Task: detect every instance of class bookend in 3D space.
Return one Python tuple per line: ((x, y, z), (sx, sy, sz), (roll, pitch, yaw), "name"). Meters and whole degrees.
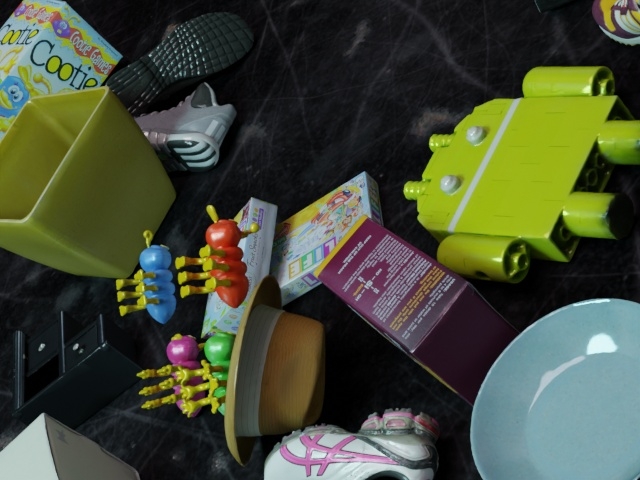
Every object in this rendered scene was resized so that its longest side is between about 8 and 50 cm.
((-0.300, 0.139, 1.487), (0.157, 0.072, 0.156), (-36, 36, 15), "bookend")

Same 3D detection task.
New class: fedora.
((-0.036, 0.130, 1.174), (0.079, 0.194, 0.194), (7, 54, 9), "fedora")

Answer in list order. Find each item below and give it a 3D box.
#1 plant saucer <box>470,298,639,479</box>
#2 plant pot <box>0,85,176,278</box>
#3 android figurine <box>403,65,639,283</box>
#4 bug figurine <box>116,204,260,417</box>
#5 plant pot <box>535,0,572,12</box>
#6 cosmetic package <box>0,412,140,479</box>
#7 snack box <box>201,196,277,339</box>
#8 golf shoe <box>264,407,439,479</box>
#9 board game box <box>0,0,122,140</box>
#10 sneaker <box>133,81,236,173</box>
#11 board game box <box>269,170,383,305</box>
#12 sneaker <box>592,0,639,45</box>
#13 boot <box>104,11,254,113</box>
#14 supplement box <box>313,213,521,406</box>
((0.212, 0.138, 0.969), (0.195, 0.037, 0.195), (-28, 38, 25), "plant saucer")
((-0.325, -0.059, 1.609), (0.212, 0.187, 0.212), (2, 57, 47), "plant pot")
((0.197, -0.066, 1.176), (0.272, 0.056, 0.248), (9, 63, 49), "android figurine")
((-0.134, 0.083, 1.273), (0.279, 0.072, 0.216), (-14, 81, 60), "bug figurine")
((0.296, -0.387, 1.291), (0.166, 0.188, 0.187), (-7, 49, 27), "plant pot")
((-0.331, 0.343, 1.250), (0.296, 0.153, 0.129), (-44, 36, 7), "cosmetic package")
((-0.091, 0.035, 1.358), (0.100, 0.037, 0.141), (-47, 30, 49), "snack box")
((0.020, 0.209, 1.078), (0.186, 0.067, 0.086), (-20, 44, 33), "golf shoe")
((-0.481, -0.247, 1.960), (0.142, 0.144, 0.275), (22, 74, 49), "board game box")
((-0.203, -0.163, 1.688), (0.228, 0.086, 0.132), (8, 56, 39), "sneaker")
((0.000, 0.000, 1.343), (0.154, 0.026, 0.103), (-31, 38, 22), "board game box")
((0.323, -0.232, 1.176), (0.069, 0.084, 0.185), (-49, 35, -3), "sneaker")
((-0.225, -0.257, 1.783), (0.246, 0.083, 0.161), (-30, 8, -11), "boot")
((0.089, 0.062, 1.117), (0.081, 0.104, 0.188), (-50, 34, -3), "supplement box")
